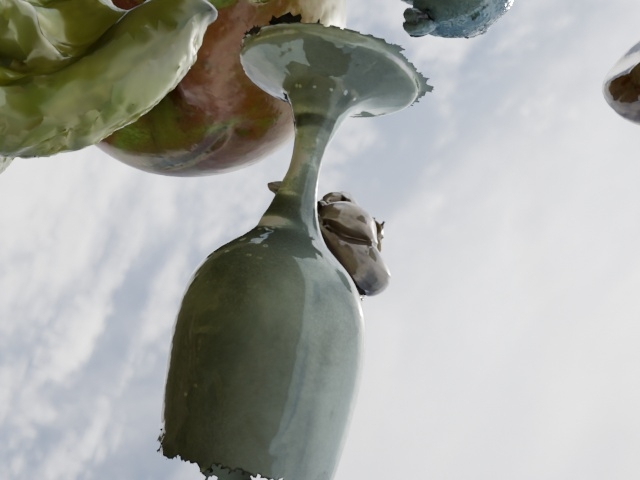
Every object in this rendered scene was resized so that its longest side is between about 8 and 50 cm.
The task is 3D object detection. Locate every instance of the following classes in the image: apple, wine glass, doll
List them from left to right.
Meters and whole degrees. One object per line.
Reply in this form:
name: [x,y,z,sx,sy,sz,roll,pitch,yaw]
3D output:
apple: [-0.132,-0.240,1.406,0.339,0.339,0.340,-30,-132,40]
wine glass: [-0.021,0.014,0.918,0.143,0.143,0.321,-11,-121,50]
doll: [0.126,-0.221,1.226,0.120,0.075,0.180,-21,-164,4]

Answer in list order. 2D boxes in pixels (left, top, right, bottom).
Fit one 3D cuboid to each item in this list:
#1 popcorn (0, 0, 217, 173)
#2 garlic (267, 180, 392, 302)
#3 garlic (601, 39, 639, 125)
popcorn: [-0.224,-0.103,0.651,0.321,0.325,0.290,160,-52,-81]
garlic: [0.000,0.000,1.281,0.131,0.194,0.127,2,-114,13]
garlic: [0.402,-0.197,1.373,0.191,0.160,0.214,-50,169,-41]
